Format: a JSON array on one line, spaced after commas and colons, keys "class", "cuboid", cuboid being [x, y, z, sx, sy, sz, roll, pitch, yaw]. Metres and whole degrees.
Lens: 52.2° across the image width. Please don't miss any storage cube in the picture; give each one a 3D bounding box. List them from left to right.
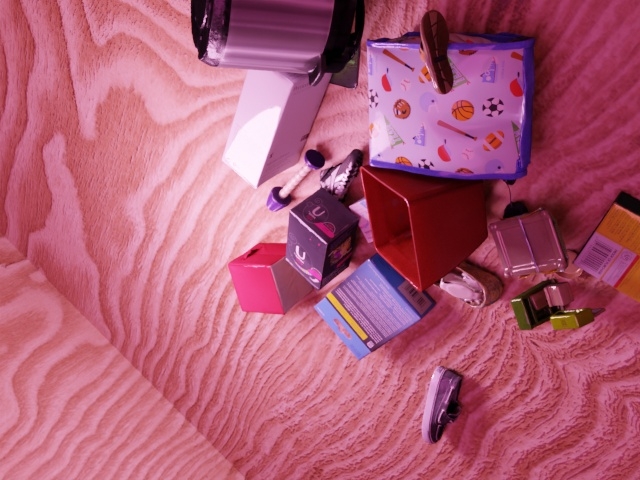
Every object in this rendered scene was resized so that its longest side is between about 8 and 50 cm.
[{"class": "storage cube", "cuboid": [-0.168, 0.129, 2.242, 0.193, 0.183, 0.215, -1, 113, 37]}]

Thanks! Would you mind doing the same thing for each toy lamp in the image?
[{"class": "toy lamp", "cuboid": [-0.089, -0.182, 2.074, 0.080, 0.080, 0.274, 49, 134, 4]}]

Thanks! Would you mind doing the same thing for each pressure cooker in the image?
[{"class": "pressure cooker", "cuboid": [-0.090, -0.601, 1.597, 0.375, 0.420, 0.370, -120, 35, -54]}]

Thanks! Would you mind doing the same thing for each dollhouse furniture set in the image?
[{"class": "dollhouse furniture set", "cuboid": [0.575, 0.060, 1.639, 0.197, 0.151, 0.301, -18, 90, 57]}]

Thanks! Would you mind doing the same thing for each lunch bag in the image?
[{"class": "lunch bag", "cuboid": [0.324, -0.327, 1.564, 0.385, 0.239, 0.328, 15, 121, 39]}]

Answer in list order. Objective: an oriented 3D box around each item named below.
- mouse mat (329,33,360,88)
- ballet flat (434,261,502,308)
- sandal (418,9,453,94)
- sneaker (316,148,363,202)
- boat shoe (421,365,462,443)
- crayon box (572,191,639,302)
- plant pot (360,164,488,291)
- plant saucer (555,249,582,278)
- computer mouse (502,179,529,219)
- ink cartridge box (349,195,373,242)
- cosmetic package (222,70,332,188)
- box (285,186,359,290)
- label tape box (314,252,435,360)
[{"class": "mouse mat", "cuboid": [0.028, -0.517, 1.839, 0.190, 0.007, 0.152, 21, 126, 28]}, {"class": "ballet flat", "cuboid": [0.346, 0.093, 1.870, 0.348, 0.123, 0.123, 26, 128, 24]}, {"class": "sandal", "cuboid": [0.244, -0.405, 1.416, 0.049, 0.072, 0.180, 6, 111, 57]}, {"class": "sneaker", "cuboid": [0.048, -0.194, 1.960, 0.106, 0.078, 0.234, 37, 134, 12]}, {"class": "boat shoe", "cuboid": [0.401, 0.546, 2.102, 0.102, 0.108, 0.301, 20, 118, 30]}, {"class": "crayon box", "cuboid": [0.789, 0.054, 1.525, 0.318, 0.081, 0.202, 35, 131, 18]}, {"class": "plant pot", "cuboid": [0.282, -0.071, 1.691, 0.267, 0.236, 0.267, -132, 25, -57]}, {"class": "plant saucer", "cuboid": [0.640, 0.060, 1.690, 0.083, 0.015, 0.083, 18, 125, 28]}, {"class": "computer mouse", "cuboid": [0.501, -0.109, 1.692, 0.071, 0.041, 0.242, 0, 110, 56]}, {"class": "ink cartridge box", "cuboid": [0.171, -0.067, 1.929, 0.092, 0.090, 0.143, -22, 99, 43]}, {"class": "cosmetic package", "cuboid": [-0.128, -0.368, 1.899, 0.156, 0.217, 0.385, 40, 136, 13]}, {"class": "box", "cuboid": [0.000, 0.000, 2.003, 0.165, 0.143, 0.270, 41, 151, 22]}, {"class": "label tape box", "cuboid": [0.165, 0.206, 2.080, 0.240, 0.106, 0.334, 50, 135, 4]}]
